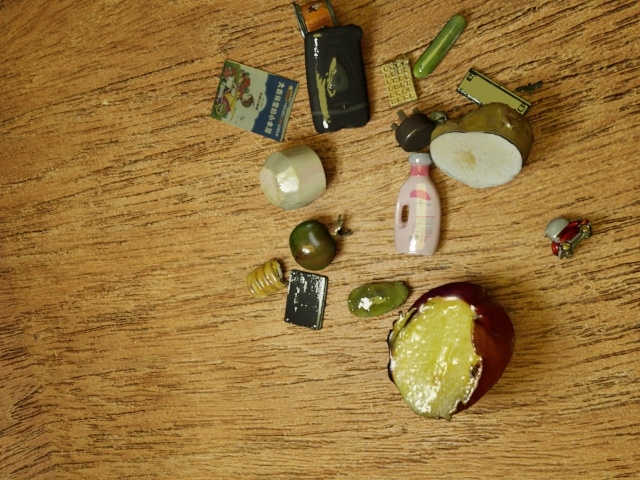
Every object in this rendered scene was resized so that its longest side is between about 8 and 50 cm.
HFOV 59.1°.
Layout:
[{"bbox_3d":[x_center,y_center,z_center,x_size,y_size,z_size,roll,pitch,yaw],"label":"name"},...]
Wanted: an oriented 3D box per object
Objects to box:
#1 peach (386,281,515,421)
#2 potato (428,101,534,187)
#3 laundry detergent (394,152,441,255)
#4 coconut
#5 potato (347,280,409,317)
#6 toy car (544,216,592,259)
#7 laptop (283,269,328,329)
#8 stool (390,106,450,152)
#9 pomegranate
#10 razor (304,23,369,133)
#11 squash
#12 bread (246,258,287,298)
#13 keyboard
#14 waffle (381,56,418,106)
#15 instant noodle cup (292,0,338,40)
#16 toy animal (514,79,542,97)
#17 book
[{"bbox_3d":[0.401,0.345,1.737,0.416,0.353,0.339,-45,40,-16],"label":"peach"},{"bbox_3d":[0.505,-0.308,1.741,0.299,0.196,0.247,7,141,38],"label":"potato"},{"bbox_3d":[0.324,-0.122,1.878,0.158,0.088,0.336,4,96,22],"label":"laundry detergent"},{"bbox_3d":[-0.082,-0.220,1.960,0.241,0.241,0.241,2,96,21],"label":"coconut"},{"bbox_3d":[0.199,0.201,1.958,0.225,0.090,0.118,-17,83,15],"label":"potato"},{"bbox_3d":[0.747,-0.022,1.723,0.139,0.112,0.112,-47,62,9],"label":"toy car"},{"bbox_3d":[-0.055,0.221,2.092,0.153,0.026,0.207,11,99,21],"label":"laptop"},{"bbox_3d":[0.327,-0.370,1.832,0.217,0.125,0.121,-25,62,0],"label":"stool"},{"bbox_3d":[0.000,0.000,1.978,0.224,0.181,0.182,-32,83,6],"label":"pomegranate"},{"bbox_3d":[0.056,-0.533,1.876,0.204,0.113,0.349,-9,110,-6],"label":"razor"},{"bbox_3d":[0.381,-0.621,1.818,0.066,0.066,0.229,42,107,13],"label":"squash"},{"bbox_3d":[-0.202,0.148,2.114,0.177,0.084,0.119,-31,83,25],"label":"bread"},{"bbox_3d":[0.547,-0.455,1.790,0.230,0.025,0.094,37,109,14],"label":"keyboard"},{"bbox_3d":[0.264,-0.527,1.883,0.102,0.042,0.148,-12,90,22],"label":"waffle"},{"bbox_3d":[-0.006,-0.734,1.908,0.125,0.177,0.208,-19,99,10],"label":"instant noodle cup"},{"bbox_3d":[0.648,-0.464,1.747,0.084,0.028,0.050,-16,89,19],"label":"toy animal"},{"bbox_3d":[-0.250,-0.520,2.097,0.322,0.018,0.229,21,103,18],"label":"book"}]
